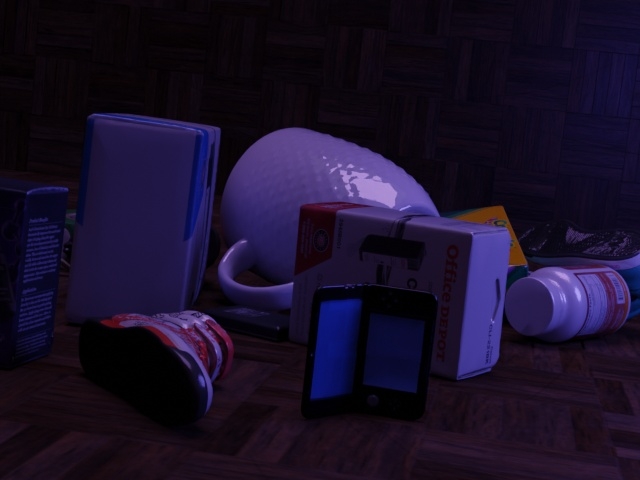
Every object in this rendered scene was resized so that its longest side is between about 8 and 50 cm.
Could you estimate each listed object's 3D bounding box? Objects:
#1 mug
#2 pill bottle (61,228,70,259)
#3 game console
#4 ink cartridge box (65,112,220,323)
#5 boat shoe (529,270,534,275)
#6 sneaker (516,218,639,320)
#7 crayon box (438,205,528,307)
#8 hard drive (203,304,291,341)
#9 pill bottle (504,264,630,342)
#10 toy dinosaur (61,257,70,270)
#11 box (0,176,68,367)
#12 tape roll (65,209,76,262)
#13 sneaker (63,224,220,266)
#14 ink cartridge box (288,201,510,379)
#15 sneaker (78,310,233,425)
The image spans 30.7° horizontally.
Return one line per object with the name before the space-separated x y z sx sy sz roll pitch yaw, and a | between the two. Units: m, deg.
mug | 0.000 0.000 1.927 0.374 0.276 0.328 -33 35 -28
pill bottle | -0.523 -0.003 2.052 0.160 0.087 0.087 9 7 26
game console | 0.054 0.122 1.242 0.124 0.144 0.085 8 7 12
ink cartridge box | -0.254 -0.041 1.752 0.166 0.285 0.395 7 6 -2
boat shoe | 0.450 0.089 2.164 0.267 0.088 0.096 6 6 0
sneaker | 0.483 0.063 2.059 0.124 0.178 0.295 -40 26 -23
crayon box | 0.269 0.031 2.086 0.165 0.081 0.278 -6 23 1
hard drive | -0.088 0.118 1.682 0.135 0.022 0.094 10 7 33
pill bottle | 0.392 0.100 1.863 0.121 0.121 0.216 12 9 43
toy dinosaur | -0.540 0.022 1.954 0.268 0.064 0.118 11 0 11
box | -0.392 0.029 1.353 0.153 0.207 0.108 8 6 13
tape roll | -0.372 -0.002 2.240 0.321 0.077 0.321 6 6 -1
sneaker | -0.303 0.021 2.035 0.276 0.098 0.135 -3 -10 5
ink cartridge box | 0.104 0.062 1.583 0.272 0.197 0.114 10 9 32
sneaker | -0.144 0.127 1.253 0.145 0.090 0.270 -1 7 -34
